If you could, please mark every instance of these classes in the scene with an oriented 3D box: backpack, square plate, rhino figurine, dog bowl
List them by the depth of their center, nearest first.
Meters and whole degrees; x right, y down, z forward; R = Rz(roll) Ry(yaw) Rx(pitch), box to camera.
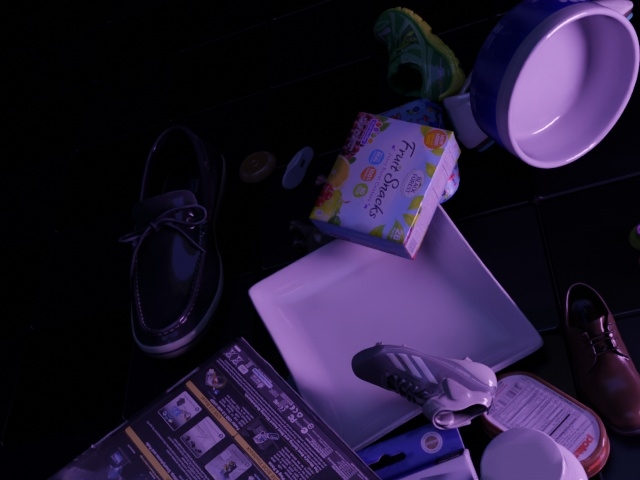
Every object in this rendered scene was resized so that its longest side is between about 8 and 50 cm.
[{"bbox_3d":[0.102,0.121,1.315,0.344,0.049,0.347,-29,51,-3],"label":"square plate"},{"bbox_3d":[0.372,-0.255,1.366,0.265,0.265,0.104,-38,43,-5],"label":"dog bowl"},{"bbox_3d":[0.000,0.000,1.482,0.106,0.073,0.243,15,64,27],"label":"rhino figurine"},{"bbox_3d":[0.159,-0.138,1.486,0.158,0.117,0.173,-15,51,18],"label":"backpack"}]

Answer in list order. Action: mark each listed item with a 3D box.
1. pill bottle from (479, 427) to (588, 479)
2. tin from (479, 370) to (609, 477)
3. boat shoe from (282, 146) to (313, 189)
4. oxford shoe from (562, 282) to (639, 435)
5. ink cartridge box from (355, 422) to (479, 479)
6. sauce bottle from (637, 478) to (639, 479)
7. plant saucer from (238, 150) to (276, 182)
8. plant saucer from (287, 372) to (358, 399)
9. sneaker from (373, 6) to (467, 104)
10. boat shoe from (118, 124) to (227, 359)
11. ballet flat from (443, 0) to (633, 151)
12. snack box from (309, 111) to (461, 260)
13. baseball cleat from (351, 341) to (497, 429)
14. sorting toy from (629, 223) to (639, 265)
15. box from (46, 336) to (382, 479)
[{"bbox_3d":[0.253,0.305,0.992,0.124,0.221,0.124,-15,48,17],"label":"pill bottle"},{"bbox_3d":[0.292,0.244,1.140,0.106,0.040,0.190,-44,43,-15],"label":"tin"},{"bbox_3d":[-0.049,-0.138,1.654,0.035,0.035,0.100,-12,47,56],"label":"boat shoe"},{"bbox_3d":[0.372,0.153,1.146,0.083,0.096,0.227,-22,48,7],"label":"oxford shoe"},{"bbox_3d":[0.106,0.362,1.106,0.223,0.045,0.224,-24,61,8],"label":"ink cartridge box"},{"bbox_3d":[0.412,0.299,1.041,0.128,0.042,0.042,-32,45,-3],"label":"sauce bottle"},{"bbox_3d":[-0.129,-0.151,1.715,0.083,0.015,0.083,-14,48,16],"label":"plant saucer"},{"bbox_3d":[0.006,0.220,1.331,0.119,0.021,0.119,-15,48,17],"label":"plant saucer"},{"bbox_3d":[0.169,-0.357,1.665,0.123,0.109,0.295,-31,46,-4],"label":"sneaker"},{"bbox_3d":[-0.273,-0.012,1.580,0.187,0.156,0.500,-11,50,17],"label":"boat shoe"},{"bbox_3d":[0.374,-0.324,1.495,0.400,0.139,0.139,-42,46,-7],"label":"ballet flat"},{"bbox_3d":[0.105,-0.091,1.375,0.174,0.070,0.207,18,74,28],"label":"snack box"},{"bbox_3d":[0.132,0.197,1.164,0.206,0.072,0.109,2,38,20],"label":"baseball cleat"},{"bbox_3d":[0.486,0.002,1.247,0.061,0.042,0.102,-17,47,14],"label":"sorting toy"},{"bbox_3d":[-0.100,0.347,1.061,0.318,0.097,0.395,-36,56,-22],"label":"box"}]
